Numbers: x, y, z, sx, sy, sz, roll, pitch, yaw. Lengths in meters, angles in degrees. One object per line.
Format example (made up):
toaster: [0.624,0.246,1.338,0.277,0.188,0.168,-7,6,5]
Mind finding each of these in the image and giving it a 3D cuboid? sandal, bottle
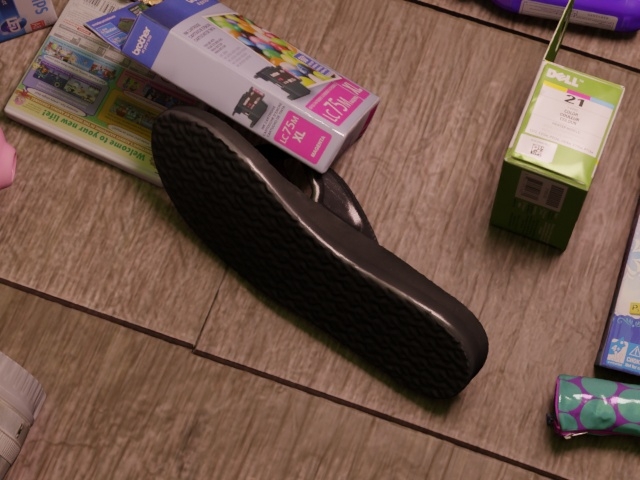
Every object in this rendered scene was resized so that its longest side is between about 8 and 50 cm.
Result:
sandal: [0.000,0.002,1.703,0.445,0.167,0.107,39,49,5]
bottle: [0.254,-0.325,1.834,0.282,0.092,0.118,10,65,4]

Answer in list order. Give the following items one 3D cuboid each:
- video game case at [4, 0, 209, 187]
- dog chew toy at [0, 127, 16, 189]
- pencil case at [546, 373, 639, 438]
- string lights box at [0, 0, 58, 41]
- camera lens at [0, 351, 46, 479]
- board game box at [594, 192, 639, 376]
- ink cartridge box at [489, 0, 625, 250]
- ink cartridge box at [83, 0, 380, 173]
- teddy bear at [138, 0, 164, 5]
video game case: [-0.234,-0.186,1.821,0.212,0.023,0.193,24,72,8]
dog chew toy: [-0.505,-0.103,1.707,0.331,0.206,0.207,8,70,-6]
pencil case: [0.323,0.187,1.664,0.151,0.064,0.070,6,71,2]
string lights box: [-0.447,-0.272,1.793,0.259,0.133,0.077,-20,71,-7]
camera lens: [-0.436,0.221,1.569,0.219,0.219,0.274,26,72,9]
board game box: [0.493,0.024,1.677,0.318,0.066,0.318,14,88,5]
ink cartridge box: [0.280,-0.146,1.717,0.097,0.189,0.255,21,71,8]
ink cartridge box: [-0.094,-0.196,1.726,0.311,0.186,0.065,29,112,4]
teddy bear: [-0.190,-0.442,1.881,0.245,0.113,0.338,-26,80,-4]
